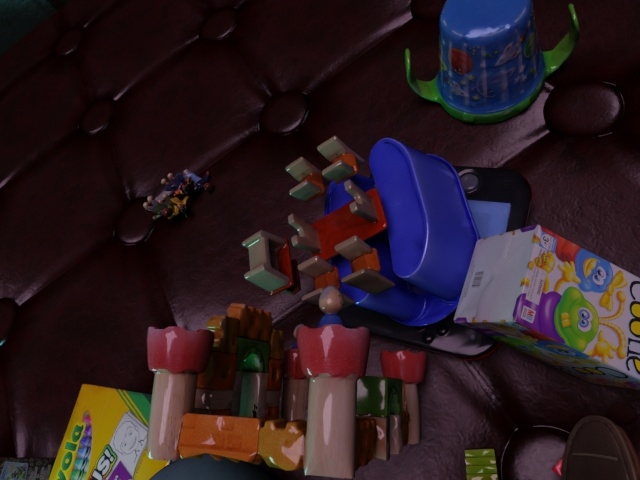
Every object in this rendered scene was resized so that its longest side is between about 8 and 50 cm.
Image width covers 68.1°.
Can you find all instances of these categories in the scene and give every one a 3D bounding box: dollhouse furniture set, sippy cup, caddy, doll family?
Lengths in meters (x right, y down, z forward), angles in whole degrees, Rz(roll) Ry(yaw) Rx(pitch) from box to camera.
[{"bbox_3d":[0.000,0.000,0.825,0.259,0.135,0.261,-28,54,29],"label":"dollhouse furniture set"},{"bbox_3d":[0.347,-0.403,0.987,0.305,0.224,0.240,-40,59,0],"label":"sippy cup"},{"bbox_3d":[0.150,-0.017,0.864,0.241,0.179,0.341,-34,52,38],"label":"caddy"},{"bbox_3d":[-0.363,-0.119,1.235,0.111,0.076,0.193,22,73,34],"label":"doll family"}]

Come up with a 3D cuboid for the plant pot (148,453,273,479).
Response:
[{"bbox_3d":[-0.158,0.483,0.714,0.290,0.195,0.290,8,70,-21],"label":"plant pot"}]

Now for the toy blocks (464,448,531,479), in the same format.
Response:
[{"bbox_3d":[0.252,0.468,0.600,0.191,0.261,0.381,-10,63,18],"label":"toy blocks"}]

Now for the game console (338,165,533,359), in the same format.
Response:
[{"bbox_3d":[0.213,0.021,0.942,0.342,0.060,0.386,11,71,26],"label":"game console"}]

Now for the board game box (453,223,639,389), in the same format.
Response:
[{"bbox_3d":[0.368,0.107,0.705,0.275,0.142,0.144,25,74,-13],"label":"board game box"}]

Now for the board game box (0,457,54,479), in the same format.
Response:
[{"bbox_3d":[-0.765,0.524,0.973,0.232,0.291,0.141,-9,64,18],"label":"board game box"}]

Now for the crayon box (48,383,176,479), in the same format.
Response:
[{"bbox_3d":[-0.385,0.478,0.901,0.313,0.106,0.362,-4,63,29],"label":"crayon box"}]

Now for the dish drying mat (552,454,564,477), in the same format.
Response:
[{"bbox_3d":[0.404,0.373,0.729,0.032,0.008,0.083,-48,59,-3],"label":"dish drying mat"}]

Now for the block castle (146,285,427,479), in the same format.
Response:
[{"bbox_3d":[-0.020,0.206,0.728,0.303,0.453,0.212,-5,72,22],"label":"block castle"}]

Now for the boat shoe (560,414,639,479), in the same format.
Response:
[{"bbox_3d":[0.422,0.409,0.655,0.111,0.105,0.307,-35,42,52],"label":"boat shoe"}]
